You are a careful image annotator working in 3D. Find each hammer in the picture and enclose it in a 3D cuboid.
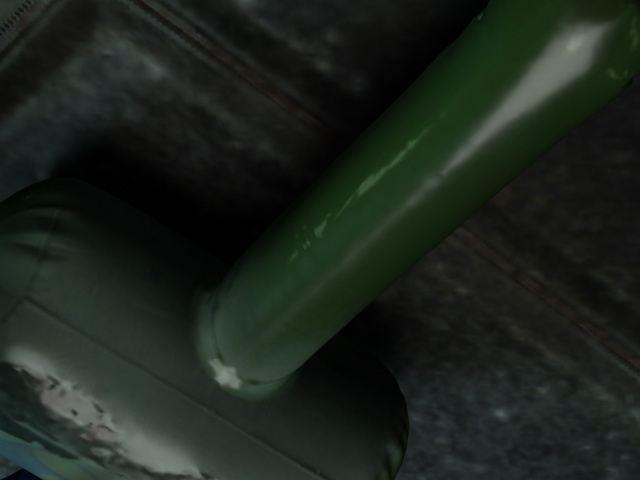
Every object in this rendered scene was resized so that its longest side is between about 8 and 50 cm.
[{"bbox_3d":[0.000,0.000,0.604,0.206,0.119,0.335,33,127,-20],"label":"hammer"}]

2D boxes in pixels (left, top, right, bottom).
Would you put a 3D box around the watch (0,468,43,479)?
[{"bbox_3d":[-0.184,0.089,0.638,0.068,0.274,0.276,-48,120,-3],"label":"watch"}]
